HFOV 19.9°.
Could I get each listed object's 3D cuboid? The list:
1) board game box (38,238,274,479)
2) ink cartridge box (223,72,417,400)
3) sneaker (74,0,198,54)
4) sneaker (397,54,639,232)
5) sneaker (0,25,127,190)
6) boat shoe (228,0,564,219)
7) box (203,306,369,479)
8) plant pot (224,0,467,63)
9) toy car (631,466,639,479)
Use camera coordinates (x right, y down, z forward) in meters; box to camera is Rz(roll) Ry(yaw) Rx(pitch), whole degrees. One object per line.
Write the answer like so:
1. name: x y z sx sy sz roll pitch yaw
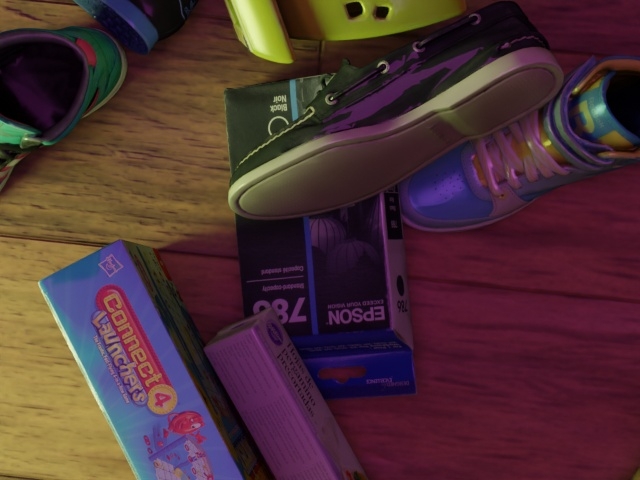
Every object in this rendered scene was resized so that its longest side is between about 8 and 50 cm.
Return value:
1. board game box: -0.143 0.155 1.749 0.086 0.308 0.302 -28 88 0
2. ink cartridge box: 0.000 0.000 1.845 0.165 0.065 0.332 -7 89 21
3. sneaker: -0.229 -0.294 1.882 0.232 0.081 0.090 43 70 7
4. sneaker: 0.213 -0.100 1.788 0.319 0.208 0.127 -24 88 4
5. sneaker: -0.328 -0.114 1.825 0.295 0.178 0.124 -40 88 1
6. boat shoe: 0.057 -0.130 1.738 0.340 0.127 0.113 -27 61 17
7. box: -0.006 0.224 1.826 0.067 0.063 0.324 -26 99 25
8. plant pot: -0.007 -0.297 1.765 0.207 0.228 0.227 -22 103 -2
9. toy car: 0.366 0.248 1.837 0.155 0.149 0.188 49 120 6
